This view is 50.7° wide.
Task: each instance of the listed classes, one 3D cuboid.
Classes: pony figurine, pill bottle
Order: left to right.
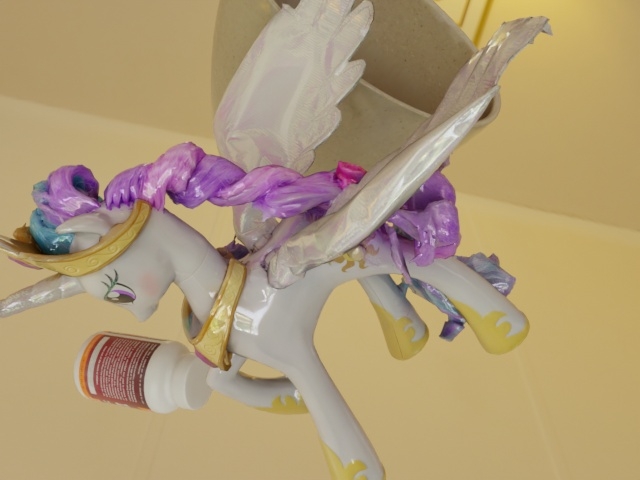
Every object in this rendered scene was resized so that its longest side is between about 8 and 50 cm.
[{"bbox_3d":[-0.207,0.157,0.802,0.152,0.086,0.086,4,-154,23],"label":"pill bottle"},{"bbox_3d":[0.000,0.000,0.500,0.363,0.351,0.303,42,-178,-32],"label":"pony figurine"}]

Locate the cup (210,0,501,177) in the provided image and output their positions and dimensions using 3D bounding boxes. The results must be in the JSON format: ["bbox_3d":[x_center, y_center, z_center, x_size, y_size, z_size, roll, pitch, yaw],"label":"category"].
[{"bbox_3d":[0.002,-0.170,0.786,0.331,0.237,0.331,24,-140,-22],"label":"cup"}]
